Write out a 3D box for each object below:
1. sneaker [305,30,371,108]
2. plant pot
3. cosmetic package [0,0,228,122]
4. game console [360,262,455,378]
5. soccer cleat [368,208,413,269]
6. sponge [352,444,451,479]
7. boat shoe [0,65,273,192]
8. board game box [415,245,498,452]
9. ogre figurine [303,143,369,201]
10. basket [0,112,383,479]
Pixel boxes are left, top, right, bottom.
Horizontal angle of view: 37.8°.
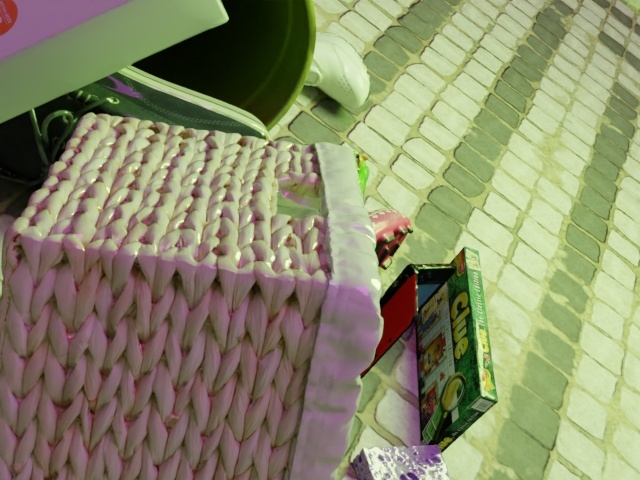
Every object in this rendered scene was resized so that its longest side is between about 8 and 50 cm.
[{"bbox_3d":[-0.050,-0.308,1.571,0.297,0.111,0.129,35,53,4],"label":"sneaker"},{"bbox_3d":[-0.230,-0.341,1.283,0.366,0.366,0.353,13,31,-28],"label":"plant pot"},{"bbox_3d":[-0.296,-0.331,0.977,0.097,0.284,0.377,60,4,-65],"label":"cosmetic package"},{"bbox_3d":[0.111,0.104,1.205,0.124,0.144,0.085,0,51,-39],"label":"game console"},{"bbox_3d":[0.000,0.000,1.254,0.143,0.116,0.331,42,35,18],"label":"soccer cleat"},{"bbox_3d":[0.119,0.333,1.063,0.117,0.031,0.210,7,46,-32],"label":"sponge"},{"bbox_3d":[-0.286,-0.118,1.088,0.500,0.187,0.156,16,45,-21],"label":"boat shoe"},{"bbox_3d":[0.171,0.140,1.223,0.030,0.136,0.259,24,38,-18],"label":"board game box"},{"bbox_3d":[0.010,-0.088,1.361,0.118,0.096,0.197,10,5,4],"label":"ogre figurine"},{"bbox_3d":[-0.116,0.089,0.805,0.266,0.331,0.328,11,23,-7],"label":"basket"}]
